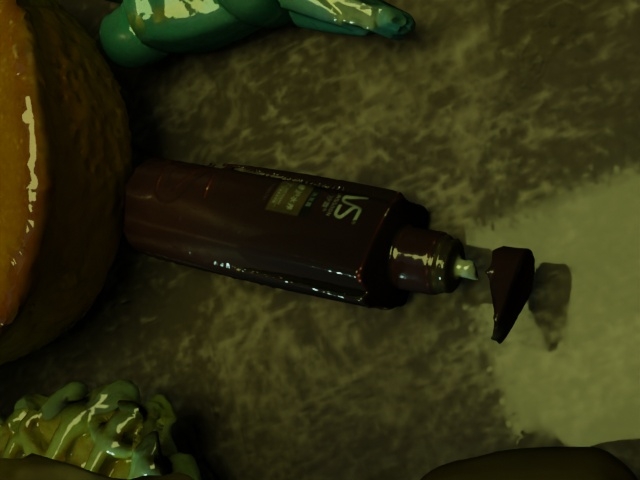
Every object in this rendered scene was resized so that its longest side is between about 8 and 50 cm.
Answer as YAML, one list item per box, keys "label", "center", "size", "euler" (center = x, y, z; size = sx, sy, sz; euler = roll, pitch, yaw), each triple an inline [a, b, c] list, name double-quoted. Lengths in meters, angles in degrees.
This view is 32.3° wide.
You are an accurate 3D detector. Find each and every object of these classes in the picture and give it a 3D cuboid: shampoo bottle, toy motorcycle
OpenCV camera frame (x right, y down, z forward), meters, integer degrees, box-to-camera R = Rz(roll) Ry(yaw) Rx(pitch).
- label: "shampoo bottle"
  center: [-0.001, 0.001, 0.596]
  size: [0.236, 0.067, 0.068]
  euler: [10, 78, 30]
- label: "toy motorcycle"
  center: [-0.069, -0.192, 0.643]
  size: [0.297, 0.109, 0.198]
  euler: [17, 98, 29]

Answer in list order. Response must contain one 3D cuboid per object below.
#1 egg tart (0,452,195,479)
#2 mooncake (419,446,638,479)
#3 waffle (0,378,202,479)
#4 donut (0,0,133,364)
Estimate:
- label: "egg tart"
  center: [-0.170, 0.247, 0.440]
  size: [0.443, 0.443, 0.178]
  euler: [-58, 39, 9]
- label: "mooncake"
  center: [0.098, 0.206, 0.426]
  size: [0.117, 0.235, 0.234]
  euler: [-13, 76, 21]
- label: "waffle"
  center: [-0.142, 0.186, 0.621]
  size: [0.208, 0.054, 0.214]
  euler: [-22, 69, 26]
- label: "donut"
  center: [-0.236, -0.045, 0.692]
  size: [0.303, 0.110, 0.302]
  euler: [-1, 88, 36]
